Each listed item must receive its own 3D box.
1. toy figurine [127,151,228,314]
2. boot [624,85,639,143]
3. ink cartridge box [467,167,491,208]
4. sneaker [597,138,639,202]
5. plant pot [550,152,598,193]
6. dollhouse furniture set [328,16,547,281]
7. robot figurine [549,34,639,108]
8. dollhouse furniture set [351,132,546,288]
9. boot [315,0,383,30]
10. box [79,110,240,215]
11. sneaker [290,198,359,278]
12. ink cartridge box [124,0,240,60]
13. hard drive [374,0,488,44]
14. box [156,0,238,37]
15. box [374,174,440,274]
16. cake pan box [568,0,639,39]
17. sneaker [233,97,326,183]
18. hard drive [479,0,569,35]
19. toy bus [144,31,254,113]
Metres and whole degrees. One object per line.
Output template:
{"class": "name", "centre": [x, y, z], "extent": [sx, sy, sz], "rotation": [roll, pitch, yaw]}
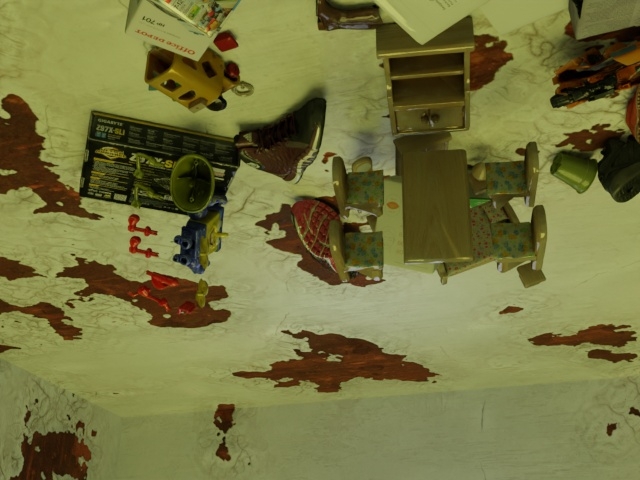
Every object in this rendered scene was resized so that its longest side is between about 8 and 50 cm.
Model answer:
{"class": "toy figurine", "centre": [-0.293, -0.044, 1.854], "extent": [0.191, 0.217, 0.362], "rotation": [10, 111, 13]}
{"class": "boot", "centre": [0.620, -0.270, 1.609], "extent": [0.059, 0.084, 0.158], "rotation": [-7, 125, -4]}
{"class": "ink cartridge box", "centre": [0.322, -0.082, 1.955], "extent": [0.153, 0.087, 0.208], "rotation": [2, 154, -1]}
{"class": "sneaker", "centre": [0.678, -0.190, 1.749], "extent": [0.227, 0.130, 0.087], "rotation": [-39, 135, 12]}
{"class": "plant pot", "centre": [0.549, -0.154, 1.826], "extent": [0.079, 0.083, 0.083], "rotation": [20, 149, -10]}
{"class": "dollhouse furniture set", "centre": [0.198, -0.155, 1.480], "extent": [0.362, 0.394, 0.256], "rotation": [-3, 152, 9]}
{"class": "robot figurine", "centre": [0.534, -0.310, 1.442], "extent": [0.291, 0.085, 0.211], "rotation": [-17, -169, 41]}
{"class": "dollhouse furniture set", "centre": [0.255, -0.040, 1.717], "extent": [0.303, 0.355, 0.174], "rotation": [-21, 153, -5]}
{"class": "boot", "centre": [0.050, -0.390, 1.418], "extent": [0.114, 0.037, 0.106], "rotation": [2, 166, 6]}
{"class": "box", "centre": [-0.361, -0.157, 1.850], "extent": [0.322, 0.079, 0.257], "rotation": [9, 150, -16]}
{"class": "sneaker", "centre": [0.000, 0.000, 2.108], "extent": [0.112, 0.121, 0.299], "rotation": [20, 159, 38]}
{"class": "ink cartridge box", "centre": [-0.222, -0.398, 1.368], "extent": [0.139, 0.082, 0.190], "rotation": [16, 147, -26]}
{"class": "hard drive", "centre": [0.209, -0.455, 1.216], "extent": [0.233, 0.047, 0.353], "rotation": [35, 137, -30]}
{"class": "box", "centre": [-0.152, -0.419, 1.249], "extent": [0.114, 0.036, 0.207], "rotation": [29, 111, -32]}
{"class": "box", "centre": [0.183, -0.034, 1.664], "extent": [0.130, 0.170, 0.091], "rotation": [12, -168, 16]}
{"class": "cake pan box", "centre": [0.497, -0.401, 1.222], "extent": [0.267, 0.070, 0.246], "rotation": [-12, 162, 11]}
{"class": "sneaker", "centre": [-0.092, -0.207, 1.714], "extent": [0.162, 0.106, 0.281], "rotation": [11, 152, -12]}
{"class": "hard drive", "centre": [0.380, -0.447, 1.289], "extent": [0.318, 0.040, 0.210], "rotation": [-18, 147, 32]}
{"class": "toy bus", "centre": [-0.228, -0.291, 1.551], "extent": [0.202, 0.104, 0.191], "rotation": [3, 153, -3]}
